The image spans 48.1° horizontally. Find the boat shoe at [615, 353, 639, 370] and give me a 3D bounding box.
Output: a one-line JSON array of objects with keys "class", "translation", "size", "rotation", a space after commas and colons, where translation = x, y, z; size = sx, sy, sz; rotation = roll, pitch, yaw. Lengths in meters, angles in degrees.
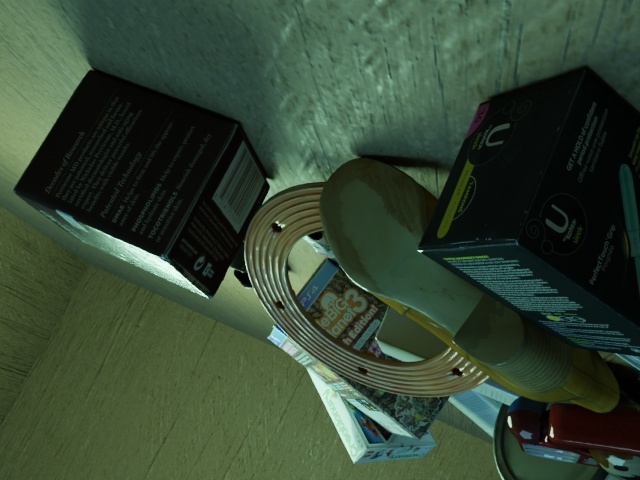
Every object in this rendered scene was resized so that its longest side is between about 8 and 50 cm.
[{"class": "boat shoe", "translation": [0.290, 0.066, 0.611], "size": [0.277, 0.098, 0.096], "rotation": [36, 166, -4]}]

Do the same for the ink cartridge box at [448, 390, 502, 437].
[{"class": "ink cartridge box", "translation": [0.274, 0.253, 1.408], "size": [0.385, 0.091, 0.308], "rotation": [40, 169, 11]}]

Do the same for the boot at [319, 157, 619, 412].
[{"class": "boot", "translation": [0.135, 0.048, 0.677], "size": [0.211, 0.104, 0.295], "rotation": [30, -167, -47]}]

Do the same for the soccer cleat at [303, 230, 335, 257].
[{"class": "soccer cleat", "translation": [0.000, 0.000, 1.003], "size": [0.083, 0.029, 0.035], "rotation": [39, 166, -28]}]

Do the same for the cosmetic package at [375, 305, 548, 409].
[{"class": "cosmetic package", "translation": [0.202, 0.132, 0.948], "size": [0.231, 0.117, 0.085], "rotation": [22, 164, 21]}]

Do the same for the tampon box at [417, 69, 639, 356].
[{"class": "tampon box", "translation": [0.170, -0.010, 0.476], "size": [0.161, 0.120, 0.101], "rotation": [32, 164, -22]}]

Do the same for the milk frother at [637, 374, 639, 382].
[{"class": "milk frother", "translation": [0.456, 0.257, 0.909], "size": [0.143, 0.135, 0.129], "rotation": [20, 151, 14]}]

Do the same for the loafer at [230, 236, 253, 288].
[{"class": "loafer", "translation": [-0.124, 0.050, 1.295], "size": [0.080, 0.078, 0.220], "rotation": [20, 165, 22]}]

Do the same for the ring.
[{"class": "ring", "translation": [0.061, 0.064, 0.851], "size": [0.336, 0.032, 0.337], "rotation": [19, 138, 18]}]

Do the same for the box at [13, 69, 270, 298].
[{"class": "box", "translation": [-0.195, -0.060, 0.834], "size": [0.203, 0.167, 0.168], "rotation": [22, 166, 16]}]

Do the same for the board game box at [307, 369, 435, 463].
[{"class": "board game box", "translation": [0.081, 0.292, 1.422], "size": [0.193, 0.053, 0.305], "rotation": [11, -144, -41]}]

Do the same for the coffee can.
[{"class": "coffee can", "translation": [0.419, 0.320, 1.045], "size": [0.275, 0.202, 0.201], "rotation": [29, 166, -27]}]

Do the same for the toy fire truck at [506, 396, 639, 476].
[{"class": "toy fire truck", "translation": [0.330, 0.221, 0.757], "size": [0.253, 0.169, 0.302], "rotation": [4, 163, 20]}]

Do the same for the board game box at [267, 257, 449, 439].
[{"class": "board game box", "translation": [0.068, 0.191, 1.228], "size": [0.291, 0.141, 0.232], "rotation": [38, 166, 2]}]
